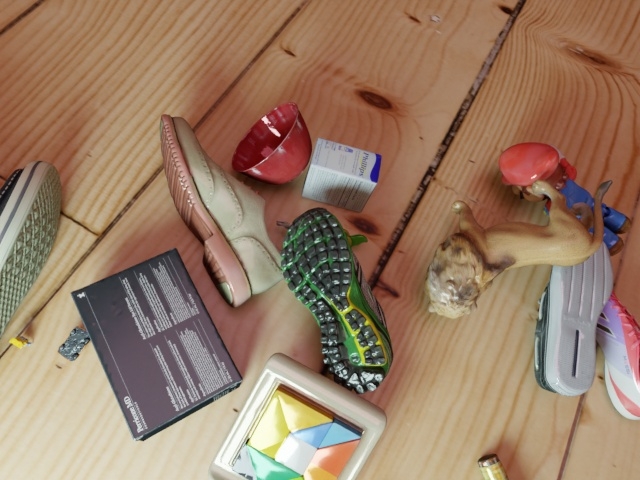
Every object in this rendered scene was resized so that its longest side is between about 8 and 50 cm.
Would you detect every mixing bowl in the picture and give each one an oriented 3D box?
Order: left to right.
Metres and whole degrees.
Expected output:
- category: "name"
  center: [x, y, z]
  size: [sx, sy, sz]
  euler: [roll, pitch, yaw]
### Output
- category: "mixing bowl"
  center: [-0.085, -0.182, 0.983]
  size: [0.098, 0.181, 0.181]
  euler: [43, 60, -34]

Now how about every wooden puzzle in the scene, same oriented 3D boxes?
- category: "wooden puzzle"
  center: [-0.039, 0.337, 0.782]
  size: [0.221, 0.044, 0.239]
  euler: [29, 90, 2]

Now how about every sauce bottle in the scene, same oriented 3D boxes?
- category: "sauce bottle"
  center: [0.323, 0.448, 0.848]
  size: [0.042, 0.042, 0.128]
  euler: [-18, 73, -17]

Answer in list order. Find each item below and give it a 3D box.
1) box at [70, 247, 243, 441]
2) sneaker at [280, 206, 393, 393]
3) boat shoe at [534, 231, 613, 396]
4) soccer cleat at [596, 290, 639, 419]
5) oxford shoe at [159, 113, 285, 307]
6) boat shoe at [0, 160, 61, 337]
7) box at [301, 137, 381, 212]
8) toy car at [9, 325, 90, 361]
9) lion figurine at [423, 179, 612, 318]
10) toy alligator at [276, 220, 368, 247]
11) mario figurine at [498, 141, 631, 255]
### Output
- category: "box"
  center: [-0.275, 0.173, 0.817]
  size: [0.184, 0.103, 0.261]
  euler: [-24, 74, -23]
- category: "sneaker"
  center: [0.032, 0.103, 0.890]
  size: [0.134, 0.146, 0.343]
  euler: [-22, 80, 17]
- category: "boat shoe"
  center: [0.486, 0.140, 0.964]
  size: [0.121, 0.119, 0.335]
  euler: [24, 71, -4]
- category: "soccer cleat"
  center: [0.611, 0.192, 0.967]
  size: [0.108, 0.116, 0.318]
  euler: [-6, 69, -13]
- category: "oxford shoe"
  center: [-0.193, -0.074, 0.928]
  size: [0.146, 0.140, 0.397]
  euler: [-23, 83, -25]
- category: "boat shoe"
  center: [-0.572, 0.078, 0.759]
  size: [0.156, 0.187, 0.500]
  euler: [21, 70, -8]
- category: "box"
  center: [0.042, -0.132, 0.991]
  size: [0.137, 0.126, 0.072]
  euler: [15, 64, -5]
- category: "toy car"
  center: [-0.452, 0.164, 0.819]
  size: [0.122, 0.040, 0.060]
  euler: [18, 86, -5]
- category: "lion figurine"
  center: [0.384, 0.010, 0.924]
  size: [0.392, 0.142, 0.240]
  euler: [-20, 35, 22]
- category: "toy alligator"
  center: [0.000, 0.000, 0.972]
  size: [0.189, 0.056, 0.051]
  euler: [9, 107, -7]
- category: "mario figurine"
  center: [0.529, -0.093, 1.094]
  size: [0.320, 0.170, 0.198]
  euler: [40, 30, -4]
